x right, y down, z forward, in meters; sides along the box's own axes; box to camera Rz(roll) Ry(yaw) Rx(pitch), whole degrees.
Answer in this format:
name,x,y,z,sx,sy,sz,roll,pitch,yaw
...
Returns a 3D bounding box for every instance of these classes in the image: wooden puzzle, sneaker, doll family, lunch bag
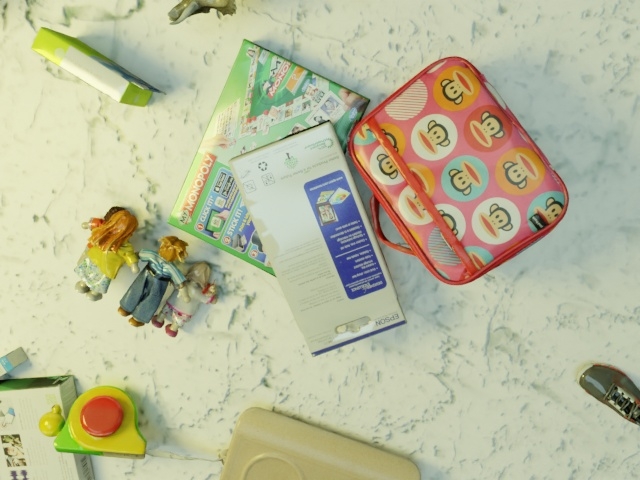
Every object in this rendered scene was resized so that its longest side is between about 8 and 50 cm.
name,x,y,z,sx,sy,sz,roll,pitch,yaw
wooden puzzle,-0.028,0.489,1.165,0.322,0.080,0.348,18,99,4
sneaker,0.478,0.248,1.046,0.158,0.065,0.061,30,104,1
doll family,-0.293,0.046,1.086,0.263,0.118,0.163,33,104,1
lunch bag,0.182,-0.088,0.975,0.258,0.120,0.293,-37,80,16

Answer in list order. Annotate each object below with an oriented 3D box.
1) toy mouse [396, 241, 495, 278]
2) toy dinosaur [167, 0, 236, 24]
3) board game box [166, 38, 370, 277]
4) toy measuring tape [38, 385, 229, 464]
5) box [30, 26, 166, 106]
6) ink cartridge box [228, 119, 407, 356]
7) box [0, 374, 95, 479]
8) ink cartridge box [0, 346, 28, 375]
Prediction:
name,x,y,z,sx,sy,sz,roll,pitch,yaw
toy mouse,0.225,-0.012,1.046,0.161,0.031,0.143,33,104,0
toy dinosaur,-0.105,-0.435,0.941,0.121,0.160,0.313,25,105,2
board game box,-0.085,-0.124,1.060,0.213,0.046,0.317,27,104,2
toy measuring tape,-0.313,0.319,1.165,0.330,0.121,0.121,9,103,-11
box,-0.338,-0.261,1.035,0.178,0.109,0.042,32,100,1
ink cartridge box,0.000,0.000,1.023,0.165,0.065,0.332,-20,103,6
box,-0.589,0.373,1.228,0.322,0.058,0.232,-6,100,8
ink cartridge box,-0.574,0.227,1.198,0.083,0.048,0.028,-30,96,12
